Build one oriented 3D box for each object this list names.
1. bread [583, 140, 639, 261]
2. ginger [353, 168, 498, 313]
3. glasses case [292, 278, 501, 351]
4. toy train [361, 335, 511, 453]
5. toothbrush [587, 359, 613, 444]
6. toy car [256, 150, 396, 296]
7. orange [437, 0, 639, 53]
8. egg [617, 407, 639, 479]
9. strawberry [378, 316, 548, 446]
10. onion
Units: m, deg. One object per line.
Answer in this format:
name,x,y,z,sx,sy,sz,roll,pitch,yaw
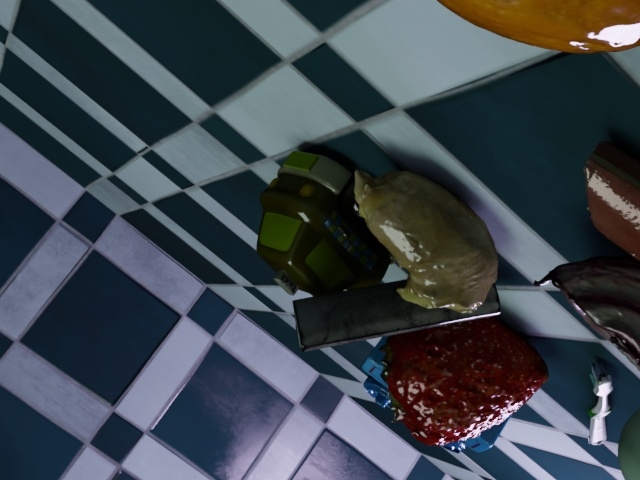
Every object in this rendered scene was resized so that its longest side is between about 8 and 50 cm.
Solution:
bread,0.338,-0.017,0.961,0.192,0.067,0.119,34,165,5
ginger,0.147,-0.003,1.287,0.267,0.152,0.138,58,-174,-13
glasses case,0.110,0.101,1.412,0.114,0.299,0.060,-106,7,-65
toy train,0.241,0.283,1.865,0.300,0.188,0.265,35,160,6
toothbrush,0.487,0.300,1.643,0.418,0.042,0.040,62,-170,-58
toy car,0.000,0.000,1.490,0.204,0.198,0.248,17,157,49
orange,0.134,-0.218,0.437,0.261,0.261,0.261,33,165,10
egg,0.519,0.313,1.370,0.168,0.168,0.231,30,168,20
strawberry,0.245,0.223,1.605,0.277,0.257,0.257,-6,150,14
onion,0.413,0.118,1.093,0.314,0.146,0.280,46,-169,22
